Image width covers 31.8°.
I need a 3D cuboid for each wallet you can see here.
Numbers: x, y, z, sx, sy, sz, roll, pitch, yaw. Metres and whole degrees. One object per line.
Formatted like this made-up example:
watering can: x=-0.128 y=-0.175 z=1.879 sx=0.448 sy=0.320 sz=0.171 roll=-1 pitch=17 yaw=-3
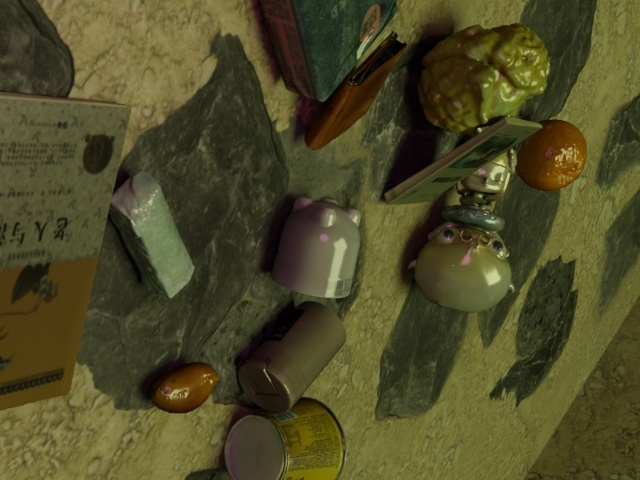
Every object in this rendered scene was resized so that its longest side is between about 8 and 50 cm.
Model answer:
wallet: x=0.054 y=-0.237 z=1.788 sx=0.195 sy=0.042 sz=0.161 roll=-45 pitch=170 yaw=-46

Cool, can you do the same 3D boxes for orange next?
orange: x=0.536 y=-0.201 z=2.626 sx=0.178 sy=0.155 sz=0.177 roll=-22 pitch=155 yaw=-11

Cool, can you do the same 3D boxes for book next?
book: x=0.275 y=-0.151 z=2.147 sx=0.283 sy=0.025 sz=0.215 roll=-34 pitch=166 yaw=26
book: x=-0.351 y=0.020 z=1.311 sx=0.269 sy=0.032 sz=0.388 roll=-7 pitch=114 yaw=-59

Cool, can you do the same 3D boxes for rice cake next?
rice cake: x=-0.225 y=-0.002 z=1.491 sx=0.069 sy=0.063 sz=0.206 roll=-50 pitch=147 yaw=-29

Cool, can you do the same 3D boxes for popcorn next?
popcorn: x=0.299 y=-0.298 z=2.057 sx=0.256 sy=0.195 sz=0.255 roll=-33 pitch=177 yaw=2

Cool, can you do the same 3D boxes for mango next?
mango: x=-0.208 y=0.220 z=1.681 sx=0.127 sy=0.063 sz=0.077 roll=-12 pitch=124 yaw=-53

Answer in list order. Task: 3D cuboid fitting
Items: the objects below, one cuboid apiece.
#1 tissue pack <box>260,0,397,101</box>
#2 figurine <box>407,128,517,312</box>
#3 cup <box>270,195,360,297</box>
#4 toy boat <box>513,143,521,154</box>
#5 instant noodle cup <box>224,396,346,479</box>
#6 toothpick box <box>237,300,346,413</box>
tissue pack: x=0.003 y=-0.385 z=1.592 sx=0.228 sy=0.103 sz=0.315 roll=-54 pitch=150 yaw=-27
figurine: x=0.314 y=-0.046 z=2.370 sx=0.274 sy=0.227 sz=0.394 roll=143 pitch=-41 yaw=-83
cup: x=0.008 y=0.004 z=1.846 sx=0.173 sy=0.134 sz=0.142 roll=-7 pitch=113 yaw=-58
toy boat: x=0.416 y=-0.210 z=2.524 sx=0.061 sy=0.060 sz=0.137 roll=99 pitch=15 yaw=-82
instant noodle cup: x=-0.069 y=0.362 z=1.929 sx=0.144 sy=0.182 sz=0.182 roll=6 pitch=103 yaw=-52
toothpick box: x=-0.047 y=0.198 z=1.906 sx=0.180 sy=0.111 sz=0.111 roll=-46 pitch=145 yaw=-39
